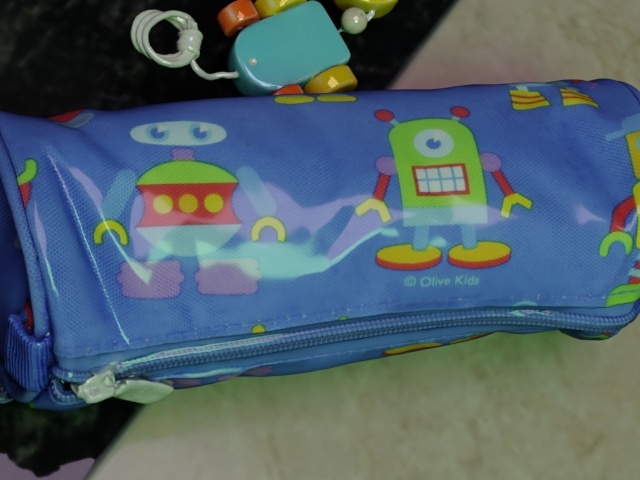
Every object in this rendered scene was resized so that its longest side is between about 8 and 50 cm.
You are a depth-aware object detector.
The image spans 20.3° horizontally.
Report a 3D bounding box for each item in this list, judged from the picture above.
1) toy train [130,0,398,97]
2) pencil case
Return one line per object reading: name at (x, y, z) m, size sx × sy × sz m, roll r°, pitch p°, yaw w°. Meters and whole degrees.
toy train at (-0.023, -0.128, 0.838) m, size 0.125 × 0.046 × 0.166 m, roll 24°, pitch 65°, yaw -6°
pencil case at (0.000, 0.000, 0.759) m, size 0.306 × 0.119 × 0.133 m, roll -5°, pitch 58°, yaw -17°
